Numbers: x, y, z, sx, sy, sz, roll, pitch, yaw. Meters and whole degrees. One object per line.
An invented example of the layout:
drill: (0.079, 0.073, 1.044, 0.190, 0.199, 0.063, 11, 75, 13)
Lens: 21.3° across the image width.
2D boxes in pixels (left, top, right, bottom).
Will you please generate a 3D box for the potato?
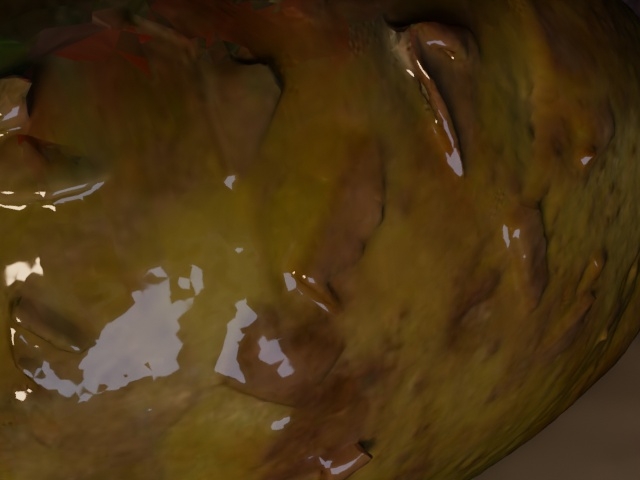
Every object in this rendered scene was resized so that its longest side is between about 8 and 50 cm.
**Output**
potato: (0.000, 0.000, 0.445, 0.298, 0.141, 0.176, -6, 140, -42)

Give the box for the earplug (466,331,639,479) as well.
earplug: (0.172, 0.132, 0.636, 0.394, 0.312, 0.313, -26, 147, -23)
